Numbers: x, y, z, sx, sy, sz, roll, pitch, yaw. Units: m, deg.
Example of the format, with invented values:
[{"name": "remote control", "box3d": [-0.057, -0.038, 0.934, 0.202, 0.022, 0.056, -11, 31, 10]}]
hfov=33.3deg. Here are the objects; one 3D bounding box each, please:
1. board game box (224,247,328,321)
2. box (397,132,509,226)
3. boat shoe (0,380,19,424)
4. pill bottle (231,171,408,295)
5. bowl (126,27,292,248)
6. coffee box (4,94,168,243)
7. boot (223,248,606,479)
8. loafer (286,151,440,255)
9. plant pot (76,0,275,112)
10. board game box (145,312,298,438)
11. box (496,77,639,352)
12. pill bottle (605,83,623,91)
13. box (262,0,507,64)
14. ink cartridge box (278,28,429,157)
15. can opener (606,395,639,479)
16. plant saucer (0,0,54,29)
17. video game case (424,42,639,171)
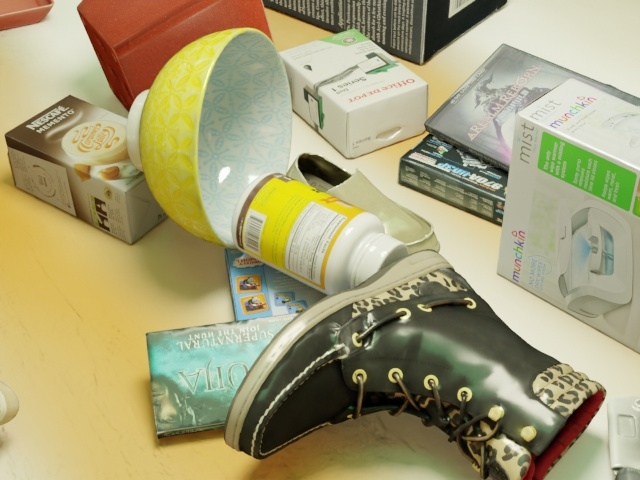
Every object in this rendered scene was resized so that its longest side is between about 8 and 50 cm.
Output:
[{"name": "board game box", "box3d": [-0.034, 0.079, 1.390, 0.160, 0.039, 0.211, -7, 41, -7]}, {"name": "box", "box3d": [0.254, -0.109, 1.605, 0.220, 0.051, 0.175, 24, 46, 28]}, {"name": "boat shoe", "box3d": [-0.488, 0.171, 1.249, 0.302, 0.109, 0.098, 7, 2, 27]}, {"name": "pill bottle", "box3d": [0.000, 0.000, 1.361, 0.215, 0.117, 0.117, 26, 46, 27]}, {"name": "bowl", "box3d": [-0.164, -0.141, 1.431, 0.156, 0.289, 0.289, 8, 39, 22]}, {"name": "coffee box", "box3d": [-0.326, -0.109, 1.578, 0.246, 0.098, 0.141, 23, 45, 27]}, {"name": "boot", "box3d": [0.111, 0.176, 1.171, 0.284, 0.138, 0.377, 36, 43, 27]}, {"name": "loafer", "box3d": [0.047, -0.044, 1.496, 0.268, 0.092, 0.102, 25, 46, 28]}, {"name": "plant pot", "box3d": [-0.235, -0.323, 1.733, 0.235, 0.267, 0.267, -29, 46, -13]}, {"name": "board game box", "box3d": [-0.107, 0.158, 1.265, 0.186, 0.026, 0.126, -8, 65, -8]}, {"name": "box", "box3d": [0.358, -0.035, 1.348, 0.231, 0.262, 0.126, 32, 49, 32]}, {"name": "pill bottle", "box3d": [0.442, -0.161, 1.610, 0.122, 0.123, 0.219, -26, 45, -27]}, {"name": "box", "box3d": [0.115, -0.532, 2.001, 0.395, 0.212, 0.293, 27, 47, 29]}, {"name": "ink cartridge box", "box3d": [0.052, -0.243, 1.740, 0.160, 0.093, 0.219, -22, 43, -24]}, {"name": "can opener", "box3d": [0.345, 0.260, 1.128, 0.074, 0.093, 0.280, 6, 44, 7]}, {"name": "plant saucer", "box3d": [-0.663, -0.462, 2.059, 0.258, 0.048, 0.259, -16, 42, -18]}, {"name": "video game case", "box3d": [0.316, -0.180, 1.575, 0.274, 0.026, 0.196, 32, 70, 36]}]
